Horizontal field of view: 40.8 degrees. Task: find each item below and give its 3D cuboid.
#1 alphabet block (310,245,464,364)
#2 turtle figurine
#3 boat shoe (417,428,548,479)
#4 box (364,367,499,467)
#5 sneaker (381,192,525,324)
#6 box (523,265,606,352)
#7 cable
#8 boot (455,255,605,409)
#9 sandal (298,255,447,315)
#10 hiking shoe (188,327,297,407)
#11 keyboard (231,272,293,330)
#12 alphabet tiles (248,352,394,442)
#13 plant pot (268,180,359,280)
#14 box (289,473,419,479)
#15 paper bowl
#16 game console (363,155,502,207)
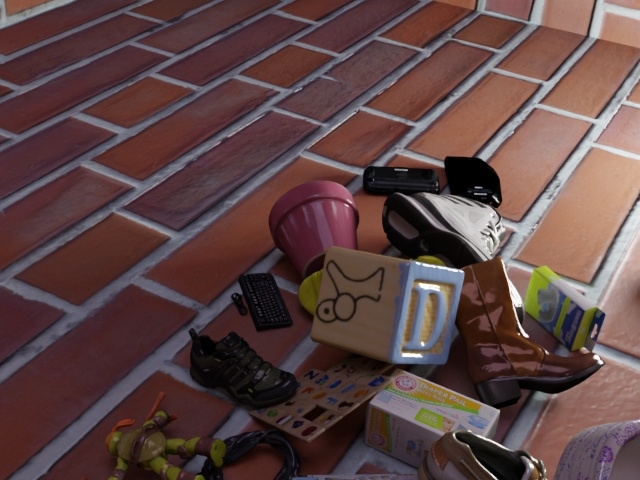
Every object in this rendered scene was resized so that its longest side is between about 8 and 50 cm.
[{"bbox_3d":[0.126,0.123,1.625,0.197,0.192,0.193,11,-1,41],"label":"alphabet block"},{"bbox_3d":[-0.271,0.342,1.428,0.218,0.087,0.269,8,32,23],"label":"turtle figurine"},{"bbox_3d":[0.309,0.393,1.353,0.303,0.103,0.113,23,30,-7],"label":"boat shoe"},{"bbox_3d":[0.192,0.325,1.501,0.203,0.103,0.114,20,37,23],"label":"box"},{"bbox_3d":[0.357,0.020,1.904,0.258,0.169,0.447,-11,42,-30],"label":"sneaker"},{"bbox_3d":[0.501,0.145,1.784,0.043,0.109,0.178,-12,37,-28],"label":"box"},{"bbox_3d":[-0.119,0.387,1.446,0.151,0.047,0.184,16,41,25],"label":"cable"},{"bbox_3d":[0.384,0.165,1.666,0.264,0.096,0.280,-15,66,-4],"label":"boot"},{"bbox_3d":[0.111,0.105,1.827,0.318,0.126,0.138,-5,-2,0],"label":"sandal"},{"bbox_3d":[-0.150,0.230,1.587,0.227,0.114,0.086,10,36,23],"label":"hiking shoe"},{"bbox_3d":[-0.132,0.127,1.834,0.108,0.023,0.180,-8,35,-15],"label":"keyboard"},{"bbox_3d":[0.013,0.271,1.549,0.237,0.009,0.198,-30,20,-28],"label":"alphabet tiles"},{"bbox_3d":[0.000,0.000,1.891,0.202,0.201,0.180,-6,47,-13],"label":"plant pot"},{"bbox_3d":[0.098,0.459,1.341,0.294,0.057,0.201,1,33,-4],"label":"box"},{"bbox_3d":[0.451,0.416,1.284,0.284,0.284,0.148,-31,4,-39],"label":"paper bowl"},{"bbox_3d":[0.292,-0.161,2.271,0.362,0.043,0.213,3,33,-1],"label":"game console"}]
